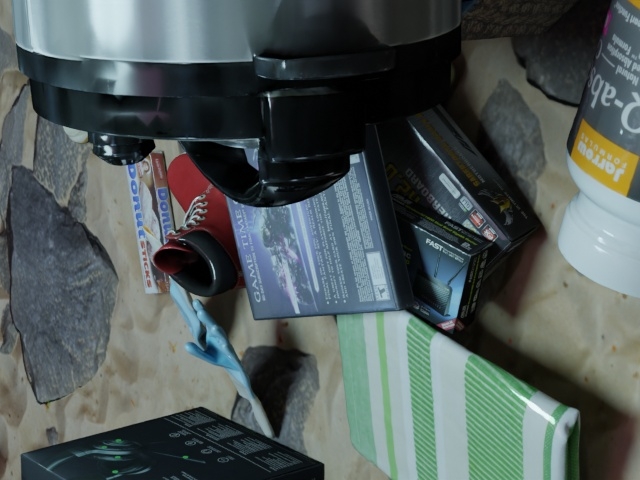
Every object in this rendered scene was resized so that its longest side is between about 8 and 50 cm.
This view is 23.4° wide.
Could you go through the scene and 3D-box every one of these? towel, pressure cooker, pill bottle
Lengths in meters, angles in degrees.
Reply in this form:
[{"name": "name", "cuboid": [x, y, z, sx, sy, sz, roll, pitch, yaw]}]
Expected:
[{"name": "towel", "cuboid": [0.133, 0.189, 1.531, 0.325, 0.038, 0.248, 32, 139, 44]}, {"name": "pressure cooker", "cuboid": [-0.070, -0.239, 1.224, 0.375, 0.370, 0.421, 5, 107, 21]}, {"name": "pill bottle", "cuboid": [0.287, -0.102, 1.224, 0.162, 0.162, 0.279, 38, 125, 39]}]

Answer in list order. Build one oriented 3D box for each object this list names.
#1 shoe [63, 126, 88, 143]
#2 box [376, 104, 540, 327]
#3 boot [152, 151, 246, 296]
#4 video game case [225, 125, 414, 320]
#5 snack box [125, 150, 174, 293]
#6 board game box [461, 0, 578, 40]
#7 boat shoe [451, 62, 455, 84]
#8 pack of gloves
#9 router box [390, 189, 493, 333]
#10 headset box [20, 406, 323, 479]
[{"name": "shoe", "cuboid": [-0.339, -0.234, 2.036, 0.076, 0.058, 0.219, 0, 98, 51]}, {"name": "box", "cuboid": [0.082, -0.044, 1.530, 0.231, 0.056, 0.183, 52, 135, 11]}, {"name": "boot", "cuboid": [-0.142, -0.023, 1.749, 0.244, 0.176, 0.088, 43, 124, 37]}, {"name": "video game case", "cuboid": [-0.013, -0.021, 1.544, 0.274, 0.026, 0.196, -8, 95, 59]}, {"name": "snack box", "cuboid": [-0.211, -0.022, 1.958, 0.064, 0.022, 0.178, -5, 95, 52]}, {"name": "board game box", "cuboid": [0.154, -0.359, 1.342, 0.232, 0.141, 0.291, -42, 66, 47]}, {"name": "boat shoe", "cuboid": [0.084, -0.150, 1.560, 0.153, 0.048, 0.056, -29, 75, 44]}, {"name": "pack of gloves", "cuboid": [-0.143, 0.117, 1.796, 0.195, 0.046, 0.232, 48, 166, 35]}, {"name": "router box", "cuboid": [0.098, 0.020, 1.477, 0.122, 0.038, 0.092, 29, 127, 29]}, {"name": "headset box", "cuboid": [-0.181, 0.312, 1.794, 0.246, 0.283, 0.131, 16, 110, 47]}]
